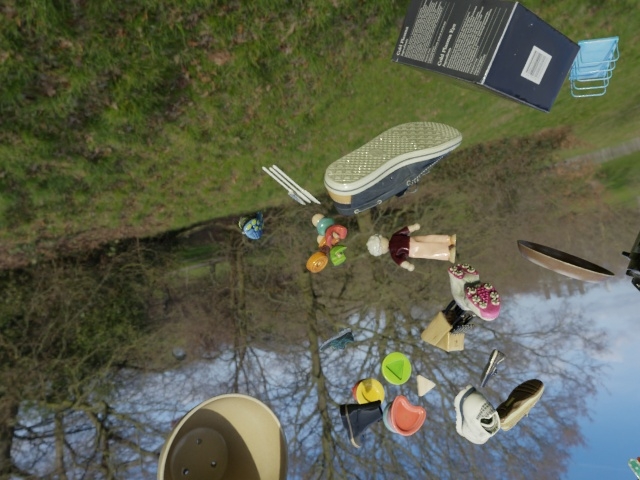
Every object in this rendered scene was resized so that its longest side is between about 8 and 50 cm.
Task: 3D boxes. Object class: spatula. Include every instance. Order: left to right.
[{"bbox_3d":[-0.125,-0.218,1.683,0.242,0.019,0.168,38,169,-26],"label":"spatula"}]

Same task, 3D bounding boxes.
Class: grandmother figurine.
[{"bbox_3d":[0.350,0.028,1.649,0.342,0.208,0.104,4,139,16],"label":"grandmother figurine"}]

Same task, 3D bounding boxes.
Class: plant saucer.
[{"bbox_3d":[0.826,0.075,1.440,0.310,0.050,0.310,16,-167,-4],"label":"plant saucer"}]

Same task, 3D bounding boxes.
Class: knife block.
[{"bbox_3d":[0.564,0.356,1.868,0.088,0.242,0.275,2,-179,-21],"label":"knife block"}]

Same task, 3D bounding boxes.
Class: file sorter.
[{"bbox_3d":[0.962,-0.606,1.482,0.118,0.104,0.170,2,157,21],"label":"file sorter"}]

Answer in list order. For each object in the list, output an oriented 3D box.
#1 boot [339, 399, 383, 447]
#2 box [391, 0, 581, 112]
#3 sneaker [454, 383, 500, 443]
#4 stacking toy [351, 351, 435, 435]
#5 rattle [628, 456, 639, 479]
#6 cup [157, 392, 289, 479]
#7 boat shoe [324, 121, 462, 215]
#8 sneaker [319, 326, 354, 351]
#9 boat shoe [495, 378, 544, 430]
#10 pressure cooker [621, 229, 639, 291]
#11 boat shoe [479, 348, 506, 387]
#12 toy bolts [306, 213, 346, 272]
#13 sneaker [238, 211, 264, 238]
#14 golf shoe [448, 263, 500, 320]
[{"bbox_3d":[0.153,0.604,1.375,0.137,0.077,0.198,-14,124,9],"label":"boot"},{"bbox_3d":[0.428,-0.493,1.105,0.343,0.179,0.312,0,-152,-39],"label":"box"},{"bbox_3d":[0.407,0.467,1.068,0.090,0.235,0.095,-41,-141,-17],"label":"sneaker"},{"bbox_3d":[0.307,0.645,1.791,0.279,0.309,0.130,-50,-179,-22],"label":"stacking toy"},{"bbox_3d":[0.951,0.744,1.192,0.130,0.200,0.143,28,170,-1],"label":"rattle"},{"bbox_3d":[-0.284,0.586,1.108,0.331,0.331,0.237,-1,161,-37],"label":"cup"},{"bbox_3d":[0.229,-0.230,1.298,0.500,0.187,0.156,-30,139,-21],"label":"boat shoe"},{"bbox_3d":[0.075,0.453,1.845,0.166,0.076,0.065,-31,164,-1],"label":"sneaker"},{"bbox_3d":[0.609,0.501,1.275,0.190,0.072,0.068,-35,-166,-8],"label":"boat shoe"},{"bbox_3d":[1.242,0.041,1.355,0.375,0.420,0.370,22,-173,21],"label":"pressure cooker"},{"bbox_3d":[0.839,0.633,2.044,0.065,0.206,0.075,21,-171,11],"label":"boat shoe"},{"bbox_3d":[0.000,0.000,1.813,0.218,0.158,0.228,-25,141,-28],"label":"toy bolts"},{"bbox_3d":[-0.227,-0.045,1.344,0.078,0.067,0.188,-11,-163,2],"label":"sneaker"},{"bbox_3d":[0.549,0.205,1.503,0.115,0.140,0.306,-5,-154,-2],"label":"golf shoe"}]
